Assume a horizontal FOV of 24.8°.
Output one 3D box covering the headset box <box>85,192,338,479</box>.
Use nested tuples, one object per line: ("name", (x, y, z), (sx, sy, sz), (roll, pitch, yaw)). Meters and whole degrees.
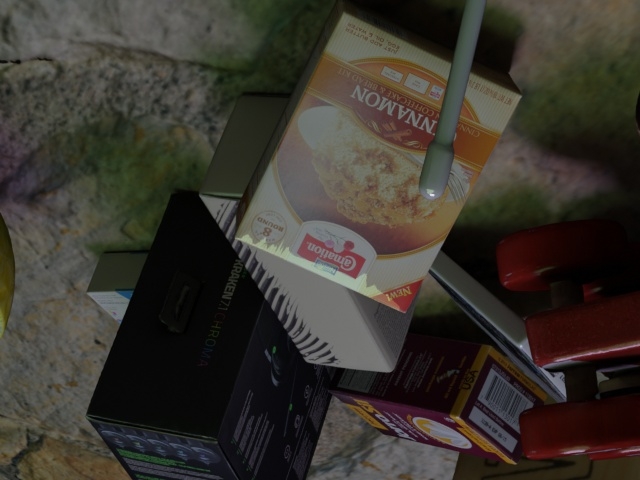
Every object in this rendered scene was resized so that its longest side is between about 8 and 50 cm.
("headset box", (-0.089, 0.126, 1.385), (0.131, 0.246, 0.283), (8, 150, 18))

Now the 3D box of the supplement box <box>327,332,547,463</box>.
("supplement box", (0.113, 0.151, 1.442), (0.188, 0.081, 0.104), (5, 151, 50))

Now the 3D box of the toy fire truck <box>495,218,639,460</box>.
("toy fire truck", (0.289, 0.068, 1.102), (0.254, 0.169, 0.302), (-13, 167, 30))

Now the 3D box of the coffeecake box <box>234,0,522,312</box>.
("coffeecake box", (0.039, -0.062, 1.066), (0.142, 0.068, 0.185), (24, 108, -9))

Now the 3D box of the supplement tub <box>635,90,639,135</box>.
("supplement tub", (0.315, -0.061, 0.980), (0.198, 0.106, 0.106), (31, 149, -22))

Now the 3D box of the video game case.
("video game case", (0.167, 0.083, 1.286), (0.173, 0.022, 0.190), (45, 180, -40))

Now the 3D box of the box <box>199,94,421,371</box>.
("box", (0.000, 0.000, 1.260), (0.094, 0.113, 0.275), (5, 147, 25))

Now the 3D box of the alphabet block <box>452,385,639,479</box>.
("alphabet block", (0.250, 0.281, 1.507), (0.193, 0.197, 0.192), (3, 147, 27))

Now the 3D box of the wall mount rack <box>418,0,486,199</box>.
("wall mount rack", (0.186, -0.147, 0.846), (0.350, 0.130, 0.304), (14, 139, 11))

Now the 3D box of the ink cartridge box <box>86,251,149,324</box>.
("ink cartridge box", (-0.171, 0.066, 1.529), (0.088, 0.052, 0.122), (-3, 146, 33))

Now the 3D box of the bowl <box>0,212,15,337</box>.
("bowl", (-0.413, -0.028, 1.399), (0.289, 0.156, 0.289), (14, 151, 8))
